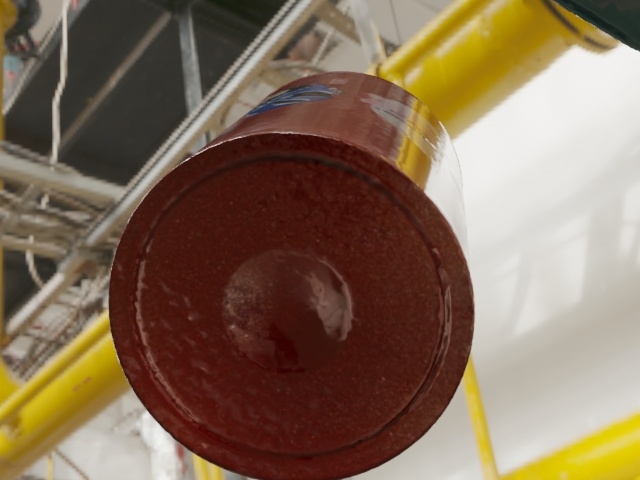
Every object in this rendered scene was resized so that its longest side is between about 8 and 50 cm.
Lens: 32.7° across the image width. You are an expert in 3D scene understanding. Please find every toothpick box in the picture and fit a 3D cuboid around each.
[{"bbox_3d":[0.000,0.000,0.741,0.204,0.204,0.333,-14,13,9],"label":"toothpick box"}]

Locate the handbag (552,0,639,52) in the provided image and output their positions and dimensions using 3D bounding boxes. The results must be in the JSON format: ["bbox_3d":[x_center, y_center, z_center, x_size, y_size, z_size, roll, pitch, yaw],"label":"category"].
[{"bbox_3d":[0.090,-0.144,0.322,0.144,0.221,0.057,-50,-27,-8],"label":"handbag"}]
